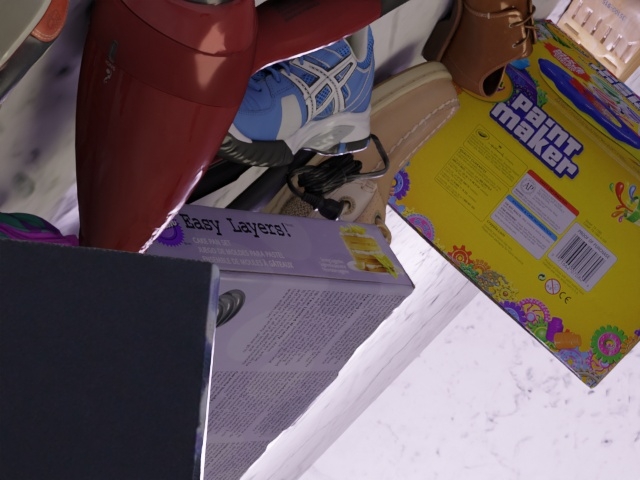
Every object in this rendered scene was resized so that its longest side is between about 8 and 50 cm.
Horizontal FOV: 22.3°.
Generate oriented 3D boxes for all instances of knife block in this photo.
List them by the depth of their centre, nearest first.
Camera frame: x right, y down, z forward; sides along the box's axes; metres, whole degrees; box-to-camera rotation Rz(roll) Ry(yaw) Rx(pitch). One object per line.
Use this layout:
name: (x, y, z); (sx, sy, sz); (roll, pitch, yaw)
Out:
knife block: (0.366, -0.285, 1.719); (0.242, 0.088, 0.276); (-39, 167, -31)

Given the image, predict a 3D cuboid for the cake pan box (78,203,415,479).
cake pan box: (-0.101, 0.089, 1.083); (0.245, 0.070, 0.267); (6, 134, -44)

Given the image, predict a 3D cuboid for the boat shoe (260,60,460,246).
boat shoe: (0.000, 0.000, 1.286); (0.341, 0.110, 0.121); (-45, 169, -8)

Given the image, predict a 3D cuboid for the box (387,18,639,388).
box: (0.234, -0.047, 1.534); (0.177, 0.290, 0.279); (-51, 169, 21)

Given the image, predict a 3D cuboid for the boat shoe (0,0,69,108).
boat shoe: (-0.152, -0.060, 0.657); (0.137, 0.049, 0.043); (-50, 172, -5)

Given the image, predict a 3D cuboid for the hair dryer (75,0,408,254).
hair dryer: (-0.023, -0.097, 0.812); (0.293, 0.080, 0.223); (-45, 151, 7)

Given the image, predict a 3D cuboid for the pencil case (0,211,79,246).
pencil case: (-0.169, 0.009, 0.792); (0.070, 0.064, 0.151); (-30, 171, 4)

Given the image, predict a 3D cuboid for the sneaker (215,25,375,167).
sneaker: (-0.032, -0.093, 0.972); (0.211, 0.080, 0.081); (-21, 126, -62)

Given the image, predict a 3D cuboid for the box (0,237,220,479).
box: (-0.172, 0.198, 0.734); (0.395, 0.212, 0.294); (108, -13, -67)

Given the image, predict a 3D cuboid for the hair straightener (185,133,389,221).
hair straightener: (-0.018, -0.037, 1.138); (0.047, 0.089, 0.230); (-55, 167, 31)

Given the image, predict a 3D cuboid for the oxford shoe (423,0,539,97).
oxford shoe: (0.146, -0.186, 1.272); (0.076, 0.076, 0.212); (-40, 166, -24)
